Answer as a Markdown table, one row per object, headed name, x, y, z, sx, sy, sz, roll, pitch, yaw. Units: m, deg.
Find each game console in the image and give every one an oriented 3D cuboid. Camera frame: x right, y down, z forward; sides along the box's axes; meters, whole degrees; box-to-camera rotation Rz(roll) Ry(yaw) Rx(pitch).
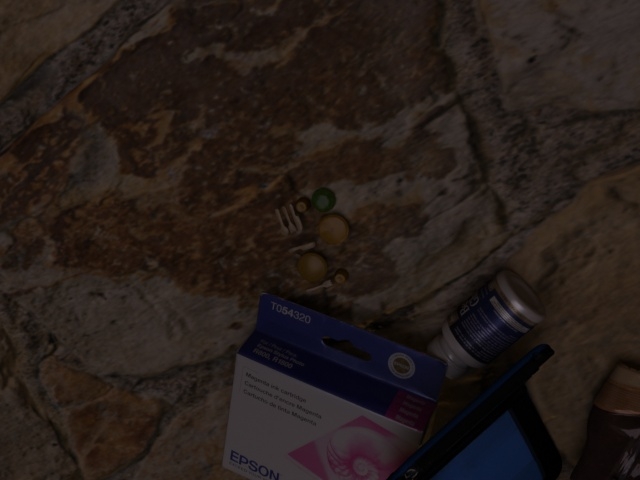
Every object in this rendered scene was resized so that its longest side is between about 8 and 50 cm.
| name | x | y | z | sx | sy | sz | roll | pitch | yaw |
| --- | --- | --- | --- | --- | --- | --- | --- | --- | --- |
| game console | 0.243 | 0.324 | 1.210 | 0.173 | 0.293 | 0.250 | 48 | 157 | 15 |

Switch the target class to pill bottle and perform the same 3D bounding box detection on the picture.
| name | x | y | z | sx | sy | sz | roll | pitch | yaw |
| --- | --- | --- | --- | --- | --- | --- | --- | --- | --- |
| pill bottle | 0.240 | 0.129 | 1.259 | 0.094 | 0.094 | 0.169 | 44 | 113 | -3 |

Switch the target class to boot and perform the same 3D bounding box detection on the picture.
| name | x | y | z | sx | sy | sz | roll | pitch | yaw |
| --- | --- | --- | --- | --- | --- | --- | --- | --- | --- |
| boot | 0.511 | 0.309 | 1.241 | 0.248 | 0.090 | 0.206 | 20 | 102 | 22 |

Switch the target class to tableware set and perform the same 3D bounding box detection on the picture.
| name | x | y | z | sx | sy | sz | roll | pitch | yaw |
| --- | --- | --- | --- | --- | --- | --- | --- | --- | --- |
| tableware set | 0.000 | 0.000 | 1.319 | 0.104 | 0.024 | 0.154 | -18 | 102 | 16 |

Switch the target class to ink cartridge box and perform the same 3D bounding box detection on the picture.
| name | x | y | z | sx | sy | sz | roll | pitch | yaw |
| --- | --- | --- | --- | --- | --- | --- | --- | --- | --- |
| ink cartridge box | 0.009 | 0.283 | 1.345 | 0.324 | 0.071 | 0.330 | 19 | 119 | 20 |
